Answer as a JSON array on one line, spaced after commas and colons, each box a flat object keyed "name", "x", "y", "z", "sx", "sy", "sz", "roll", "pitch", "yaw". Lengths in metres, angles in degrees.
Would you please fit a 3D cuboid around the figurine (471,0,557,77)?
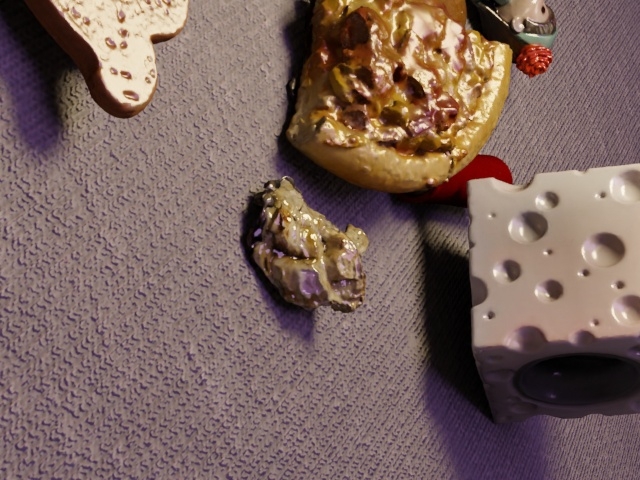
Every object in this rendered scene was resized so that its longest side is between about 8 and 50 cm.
[{"name": "figurine", "x": 0.259, "y": -0.359, "z": 2.382, "sx": 0.245, "sy": 0.110, "sz": 0.138, "roll": 53, "pitch": 35, "yaw": -27}]

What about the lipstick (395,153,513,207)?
[{"name": "lipstick", "x": 0.168, "y": -0.080, "z": 2.085, "sx": 0.241, "sy": 0.080, "sz": 0.080, "roll": 2, "pitch": 74, "yaw": -62}]

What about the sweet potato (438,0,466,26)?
[{"name": "sweet potato", "x": 0.115, "y": -0.373, "z": 2.124, "sx": 0.292, "sy": 0.097, "sz": 0.097, "roll": 66, "pitch": 28, "yaw": -15}]

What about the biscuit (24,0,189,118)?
[{"name": "biscuit", "x": -0.243, "y": -0.265, "z": 1.408, "sx": 0.324, "sy": 0.049, "sz": 0.205, "roll": 46, "pitch": 43, "yaw": -28}]

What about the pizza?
[{"name": "pizza", "x": 0.092, "y": -0.192, "z": 1.907, "sx": 0.409, "sy": 0.114, "sz": 0.277, "roll": -18, "pitch": 84, "yaw": -49}]

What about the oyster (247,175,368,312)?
[{"name": "oyster", "x": 0.000, "y": 0.000, "z": 1.728, "sx": 0.163, "sy": 0.081, "sz": 0.191, "roll": 66, "pitch": 24, "yaw": -6}]

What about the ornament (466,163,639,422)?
[{"name": "ornament", "x": 0.317, "y": 0.071, "z": 2.041, "sx": 0.239, "sy": 0.240, "sz": 0.239, "roll": 68, "pitch": 20, "yaw": -58}]
